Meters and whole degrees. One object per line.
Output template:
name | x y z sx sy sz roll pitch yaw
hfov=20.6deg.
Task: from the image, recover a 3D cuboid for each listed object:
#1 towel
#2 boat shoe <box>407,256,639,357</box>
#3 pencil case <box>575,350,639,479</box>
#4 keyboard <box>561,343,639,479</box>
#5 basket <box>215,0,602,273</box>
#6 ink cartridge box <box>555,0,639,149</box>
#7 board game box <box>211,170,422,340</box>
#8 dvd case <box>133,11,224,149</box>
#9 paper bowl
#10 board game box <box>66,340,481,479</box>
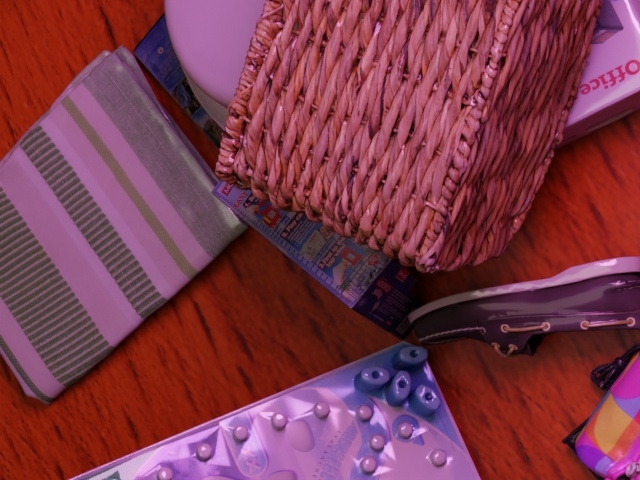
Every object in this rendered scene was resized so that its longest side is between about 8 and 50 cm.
towel | -0.250 -0.010 1.828 0.325 0.038 0.248 -42 75 22
boat shoe | 0.189 0.071 1.600 0.227 0.081 0.069 -14 81 23
pencil case | 0.314 0.118 1.510 0.104 0.104 0.236 36 107 20
keyboard | 0.299 0.142 1.583 0.180 0.023 0.108 -45 80 19
basket | 0.085 -0.151 1.470 0.223 0.213 0.299 25 108 25
ink cartridge box | 0.211 -0.203 1.576 0.154 0.093 0.212 -26 82 24
board game box | 0.000 0.000 1.634 0.194 0.194 0.060 39 91 19
dvd case | -0.053 -0.166 1.743 0.180 0.022 0.253 -47 72 18
paper bowl | -0.030 -0.220 1.600 0.284 0.148 0.284 6 99 40
board game box | -0.003 0.331 1.587 0.390 0.050 0.390 -21 80 -15
